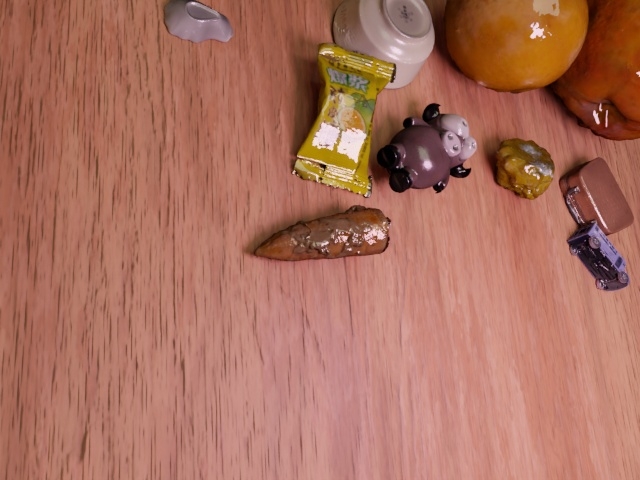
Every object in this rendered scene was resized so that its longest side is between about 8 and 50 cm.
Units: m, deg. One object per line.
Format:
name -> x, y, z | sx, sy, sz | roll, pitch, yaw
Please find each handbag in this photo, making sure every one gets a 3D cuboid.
handbag -> 0.697, -0.101, 1.601 | 0.151, 0.072, 0.193 | -27, 90, -33

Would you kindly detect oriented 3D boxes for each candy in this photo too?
candy -> 0.054, -0.248, 1.277 | 0.187, 0.081, 0.297 | 14, 78, -24

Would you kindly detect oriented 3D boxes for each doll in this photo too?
doll -> 0.229, -0.191, 1.338 | 0.257, 0.117, 0.182 | -27, 95, -32

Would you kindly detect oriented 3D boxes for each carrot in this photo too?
carrot -> 0.000, 0.000, 1.171 | 0.263, 0.102, 0.102 | -9, 79, -24

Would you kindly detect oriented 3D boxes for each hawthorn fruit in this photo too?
hawthorn fruit -> 0.778, -0.474, 1.567 | 0.472, 0.472, 0.472 | 10, 69, -27

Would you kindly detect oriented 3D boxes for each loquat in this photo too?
loquat -> 0.442, -0.491, 1.443 | 0.328, 0.328, 0.328 | 10, 69, -27

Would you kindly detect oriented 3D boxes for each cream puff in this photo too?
cream puff -> 0.469, -0.163, 1.476 | 0.146, 0.116, 0.146 | 9, 44, -9

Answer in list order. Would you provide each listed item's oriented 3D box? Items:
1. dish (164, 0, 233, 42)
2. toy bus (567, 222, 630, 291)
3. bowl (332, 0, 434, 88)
dish -> -0.226, -0.424, 1.204 | 0.137, 0.039, 0.091 | 7, 70, -26
toy bus -> 0.687, 0.042, 1.545 | 0.167, 0.073, 0.076 | 50, 55, -5
bowl -> 0.156, -0.463, 1.385 | 0.238, 0.126, 0.237 | 9, 71, -27
